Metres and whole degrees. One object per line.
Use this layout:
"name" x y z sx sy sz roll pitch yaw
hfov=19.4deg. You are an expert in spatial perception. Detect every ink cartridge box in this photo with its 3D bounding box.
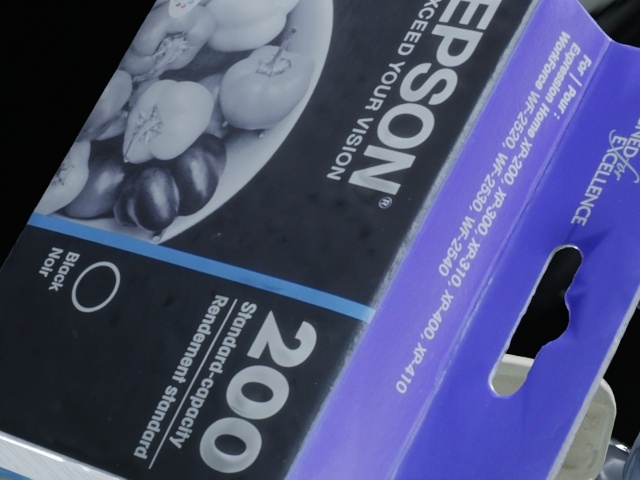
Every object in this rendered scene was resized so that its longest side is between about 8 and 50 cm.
"ink cartridge box" 0.000 0.000 0.599 0.208 0.045 0.206 15 -112 34

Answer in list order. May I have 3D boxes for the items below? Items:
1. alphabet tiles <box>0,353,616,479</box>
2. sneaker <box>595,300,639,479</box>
"alphabet tiles" -0.022 0.115 0.820 0.021 0.278 0.284 -80 -178 -73
"sneaker" 0.204 0.152 0.870 0.148 0.131 0.350 -14 -120 26
